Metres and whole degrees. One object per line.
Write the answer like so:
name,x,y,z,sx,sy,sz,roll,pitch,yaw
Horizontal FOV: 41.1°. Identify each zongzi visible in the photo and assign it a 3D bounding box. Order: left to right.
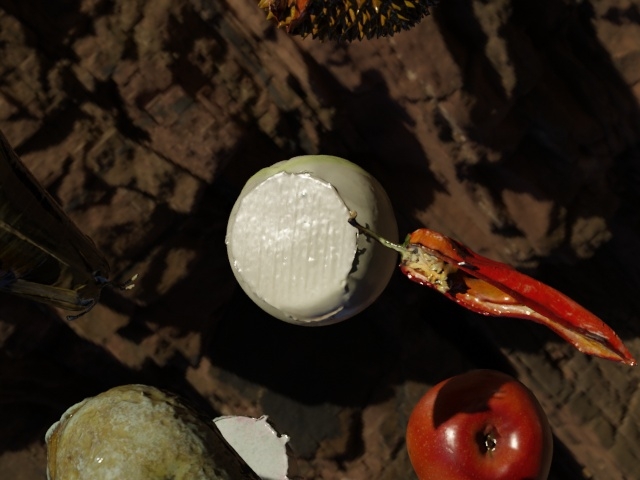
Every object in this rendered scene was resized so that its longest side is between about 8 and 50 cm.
zongzi,-0.356,0.036,0.870,0.111,0.241,0.248,1,134,53

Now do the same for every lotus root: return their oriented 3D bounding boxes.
lotus root,-0.117,0.255,0.761,0.349,0.175,0.175,40,176,28

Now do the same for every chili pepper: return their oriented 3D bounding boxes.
chili pepper,0.144,0.036,0.723,0.268,0.050,0.059,24,139,5

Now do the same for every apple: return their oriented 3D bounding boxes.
apple,0.289,0.366,1.535,0.260,0.260,0.216,47,166,10

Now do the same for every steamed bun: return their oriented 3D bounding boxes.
steamed bun,0.000,0.000,1.490,0.309,0.309,0.309,47,180,0

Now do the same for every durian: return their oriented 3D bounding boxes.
durian,0.034,-0.453,1.210,0.384,0.347,0.347,55,-176,31

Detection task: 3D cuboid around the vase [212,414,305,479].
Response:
vase,-0.155,0.508,1.660,0.250,0.250,0.445,47,157,24
